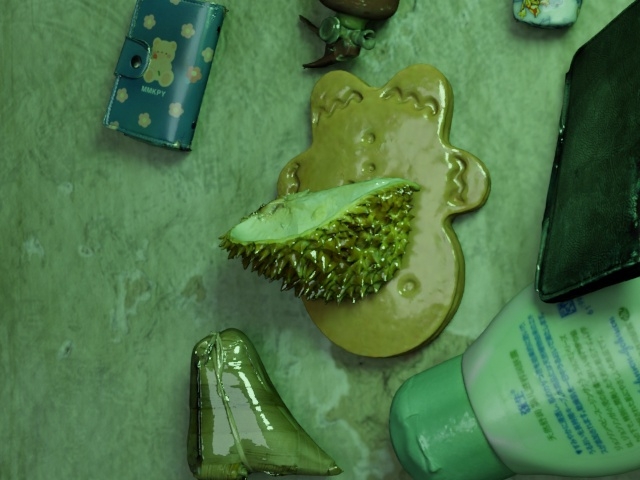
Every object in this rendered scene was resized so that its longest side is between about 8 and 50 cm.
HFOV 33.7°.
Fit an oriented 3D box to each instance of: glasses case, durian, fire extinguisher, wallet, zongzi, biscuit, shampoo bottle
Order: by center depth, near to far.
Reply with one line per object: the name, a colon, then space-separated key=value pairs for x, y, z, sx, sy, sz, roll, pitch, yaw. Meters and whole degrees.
wallet: x=0.292 y=-0.092 z=1.074 sx=0.172 sy=0.045 sz=0.318 roll=-38 pitch=35 yaw=59
shampoo bottle: x=0.234 y=0.164 z=1.137 sx=0.349 sy=0.151 sz=0.222 roll=-28 pitch=80 yaw=21
glasses case: x=0.271 y=-0.363 z=1.189 sx=0.086 sy=0.065 sz=0.248 roll=10 pitch=93 yaw=28
durian: x=0.000 y=0.000 z=1.247 sx=0.252 sy=0.144 sz=0.139 roll=-13 pitch=45 yaw=37
fire extinguisher: x=0.048 y=-0.362 z=1.276 sx=0.147 sy=0.106 sz=0.337 roll=31 pitch=109 yaw=50
biscuit: x=0.069 y=-0.036 z=1.280 sx=0.275 sy=0.052 sz=0.355 roll=3 pitch=88 yaw=26
zongzi: x=-0.069 y=0.205 z=1.314 sx=0.197 sy=0.099 sz=0.195 roll=-3 pitch=87 yaw=15
wallet: x=-0.211 y=-0.228 z=1.418 sx=0.141 sy=0.059 sz=0.202 roll=18 pitch=96 yaw=27
